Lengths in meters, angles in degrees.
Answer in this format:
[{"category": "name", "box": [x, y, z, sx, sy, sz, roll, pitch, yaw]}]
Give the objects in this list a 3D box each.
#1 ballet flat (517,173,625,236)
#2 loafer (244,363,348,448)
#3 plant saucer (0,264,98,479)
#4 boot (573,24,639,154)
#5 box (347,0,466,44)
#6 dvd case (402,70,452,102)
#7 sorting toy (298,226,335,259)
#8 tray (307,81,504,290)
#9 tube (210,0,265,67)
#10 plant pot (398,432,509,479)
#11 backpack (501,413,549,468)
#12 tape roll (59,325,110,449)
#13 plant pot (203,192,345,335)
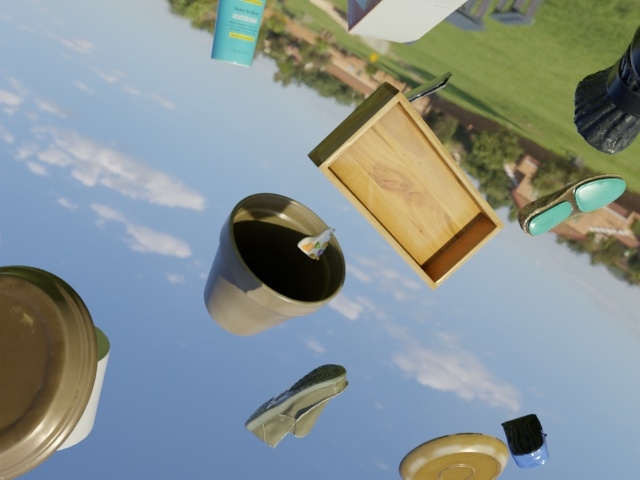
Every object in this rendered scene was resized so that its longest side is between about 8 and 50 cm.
[{"category": "ballet flat", "box": [0.449, -0.076, 1.368, 0.067, 0.206, 0.073, -121, 10, -60]}, {"category": "loafer", "box": [-0.033, 0.321, 1.445, 0.087, 0.251, 0.094, 53, -150, -2]}, {"category": "plant saucer", "box": [-0.412, 0.159, 0.938, 0.278, 0.278, 0.041, 37, 172, 21]}, {"category": "boot", "box": [0.443, -0.215, 1.031, 0.348, 0.260, 0.131, -30, -97, -44]}, {"category": "box", "box": [0.203, -0.585, 1.558, 0.168, 0.215, 0.345, 4, 167, -25]}, {"category": "dvd case", "box": [0.246, -0.371, 1.894, 0.018, 0.164, 0.221, 63, -159, -10]}, {"category": "sorting toy", "box": [0.000, 0.000, 1.584, 0.045, 0.075, 0.083, 46, -173, 10]}, {"category": "tray", "box": [0.179, -0.096, 1.489, 0.411, 0.203, 0.076, 44, -174, -33]}, {"category": "tube", "box": [-0.094, -0.325, 0.944, 0.080, 0.207, 0.052, 3, -165, -36]}, {"category": "plant pot", "box": [0.284, 0.481, 1.584, 0.236, 0.236, 0.032, 27, -144, -28]}, {"category": "backpack", "box": [0.517, 0.505, 1.860, 0.101, 0.098, 0.120, 58, -165, -23]}, {"category": "tape roll", "box": [-0.525, 0.252, 1.385, 0.246, 0.169, 0.246, 14, -165, -4]}, {"category": "plant pot", "box": [-0.146, 0.091, 1.864, 0.323, 0.280, 0.323, 24, -138, -24]}]
